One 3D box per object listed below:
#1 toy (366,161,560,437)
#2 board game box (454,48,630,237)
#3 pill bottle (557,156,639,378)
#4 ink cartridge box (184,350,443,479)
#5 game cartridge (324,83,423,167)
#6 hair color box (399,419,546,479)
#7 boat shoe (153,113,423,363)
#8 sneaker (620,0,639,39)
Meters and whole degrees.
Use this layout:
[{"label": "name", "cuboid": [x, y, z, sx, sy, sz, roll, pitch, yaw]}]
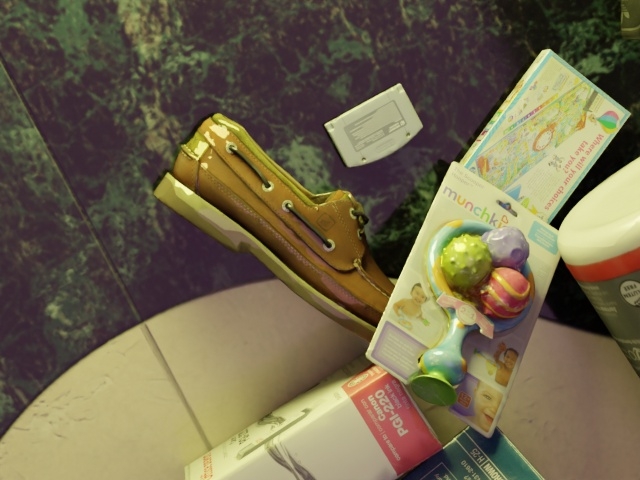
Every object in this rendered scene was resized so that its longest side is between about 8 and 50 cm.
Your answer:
[{"label": "toy", "cuboid": [0.146, 0.042, 1.298, 0.137, 0.056, 0.237, 34, 59, -10]}, {"label": "board game box", "cuboid": [0.211, -0.092, 1.394, 0.103, 0.026, 0.154, 37, 90, -9]}, {"label": "pill bottle", "cuboid": [0.398, 0.091, 1.346, 0.210, 0.210, 0.363, -35, 99, -3]}, {"label": "ink cartridge box", "cuboid": [-0.013, 0.200, 1.325, 0.218, 0.158, 0.092, -34, 94, -4]}, {"label": "game cartridge", "cuboid": [0.052, -0.106, 1.377, 0.083, 0.017, 0.056, -28, 95, -4]}, {"label": "hair color box", "cuboid": [0.053, 0.323, 1.316, 0.347, 0.174, 0.105, -38, 64, -8]}, {"label": "boat shoe", "cuboid": [0.000, 0.000, 1.332, 0.307, 0.111, 0.104, 34, 91, -10]}, {"label": "sneaker", "cuboid": [0.418, -0.192, 1.383, 0.293, 0.102, 0.146, 19, 97, -4]}]
